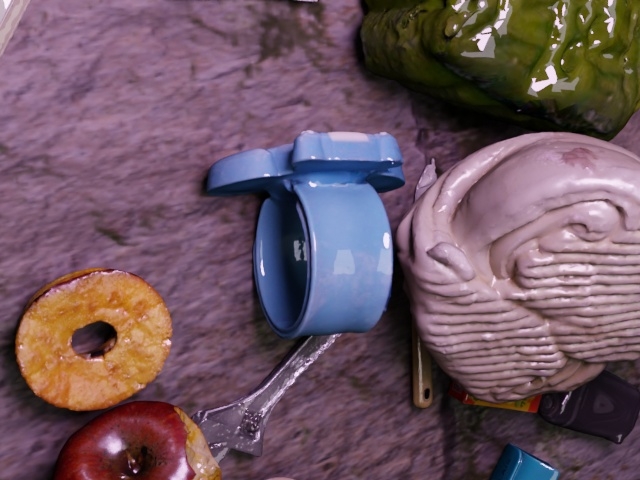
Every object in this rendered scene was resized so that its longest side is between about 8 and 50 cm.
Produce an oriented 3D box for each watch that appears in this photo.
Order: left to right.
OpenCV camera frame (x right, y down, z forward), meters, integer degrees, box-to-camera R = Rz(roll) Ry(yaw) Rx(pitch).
[{"bbox_3d":[0.000,0.000,1.051,0.211,0.211,0.193,-2,84,-28],"label":"watch"}]

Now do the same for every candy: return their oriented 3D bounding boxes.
[{"bbox_3d":[0.220,0.173,1.290,0.122,0.038,0.062,11,95,-30],"label":"candy"}]

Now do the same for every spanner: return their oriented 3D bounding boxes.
[{"bbox_3d":[-0.030,0.137,1.160,0.325,0.026,0.093,-47,117,-14],"label":"spanner"}]

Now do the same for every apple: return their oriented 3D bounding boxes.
[{"bbox_3d":[-0.181,0.242,1.028,0.158,0.147,0.156,84,19,-54],"label":"apple"}]

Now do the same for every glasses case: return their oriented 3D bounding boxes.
[{"bbox_3d":[0.194,0.398,1.286,0.070,0.117,0.301,29,86,8],"label":"glasses case"}]

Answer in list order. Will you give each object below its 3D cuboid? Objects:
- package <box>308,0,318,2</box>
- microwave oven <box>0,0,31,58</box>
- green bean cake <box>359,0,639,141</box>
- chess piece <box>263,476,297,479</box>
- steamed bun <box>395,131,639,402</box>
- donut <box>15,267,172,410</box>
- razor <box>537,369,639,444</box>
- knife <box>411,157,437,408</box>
[{"bbox_3d":[-0.073,-0.325,1.034,0.173,0.027,0.171,-6,103,-30],"label":"package"},{"bbox_3d":[-0.360,-0.176,0.848,0.194,0.145,0.240,28,87,-27],"label":"microwave oven"},{"bbox_3d":[0.232,-0.289,1.098,0.319,0.218,0.335,10,98,-29],"label":"green bean cake"},{"bbox_3d":[0.027,0.366,1.178,0.300,0.167,0.167,29,87,-23],"label":"chess piece"},{"bbox_3d":[0.236,0.006,1.143,0.310,0.219,0.324,-26,132,20],"label":"steamed bun"},{"bbox_3d":[-0.225,0.093,1.026,0.152,0.058,0.151,-6,103,-26],"label":"donut"},{"bbox_3d":[0.349,0.207,1.356,0.148,0.054,0.090,22,90,-31],"label":"razor"},{"bbox_3d":[0.125,0.052,1.227,0.047,0.017,0.297,-7,100,-28],"label":"knife"}]
